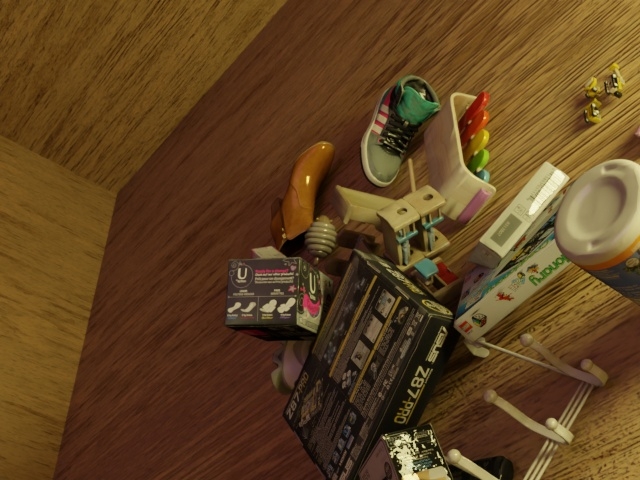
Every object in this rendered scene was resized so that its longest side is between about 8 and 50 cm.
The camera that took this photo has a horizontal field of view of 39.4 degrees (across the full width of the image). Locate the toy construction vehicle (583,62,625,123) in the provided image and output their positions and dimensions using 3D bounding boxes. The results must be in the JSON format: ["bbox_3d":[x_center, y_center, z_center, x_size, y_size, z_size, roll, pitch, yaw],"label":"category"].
[{"bbox_3d":[0.521,-0.269,1.641,0.086,0.035,0.098,-50,25,44],"label":"toy construction vehicle"}]

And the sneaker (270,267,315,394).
[{"bbox_3d":[-0.008,0.195,2.046,0.146,0.122,0.331,-17,47,30],"label":"sneaker"}]

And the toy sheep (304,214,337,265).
[{"bbox_3d":[0.000,0.000,2.227,0.091,0.091,0.132,-14,67,55],"label":"toy sheep"}]

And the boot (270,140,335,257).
[{"bbox_3d":[-0.036,-0.100,2.378,0.295,0.104,0.211,-52,33,28],"label":"boot"}]

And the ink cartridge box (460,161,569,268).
[{"bbox_3d":[0.343,-0.027,1.599,0.189,0.066,0.232,-49,-13,-10],"label":"ink cartridge box"}]

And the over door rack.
[{"bbox_3d":[0.270,0.266,1.435,0.239,0.108,0.324,-53,25,-16],"label":"over door rack"}]

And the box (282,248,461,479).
[{"bbox_3d":[0.084,0.255,1.713,0.318,0.097,0.395,40,110,57],"label":"box"}]

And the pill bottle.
[{"bbox_3d":[0.460,0.016,1.210,0.152,0.272,0.152,-42,33,35],"label":"pill bottle"}]

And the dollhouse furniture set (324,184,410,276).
[{"bbox_3d":[0.077,0.025,1.925,0.212,0.161,0.242,-121,47,-59],"label":"dollhouse furniture set"}]

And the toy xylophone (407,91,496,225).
[{"bbox_3d":[0.276,-0.168,1.902,0.236,0.081,0.323,130,152,-48],"label":"toy xylophone"}]

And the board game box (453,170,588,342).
[{"bbox_3d":[0.360,0.027,1.535,0.305,0.053,0.193,-45,7,29],"label":"board game box"}]

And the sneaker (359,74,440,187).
[{"bbox_3d":[0.198,-0.276,2.111,0.178,0.123,0.296,-37,34,56],"label":"sneaker"}]

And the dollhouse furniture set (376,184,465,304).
[{"bbox_3d":[0.219,0.009,1.750,0.129,0.129,0.184,-28,46,-15],"label":"dollhouse furniture set"}]

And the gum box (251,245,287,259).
[{"bbox_3d":[-0.119,0.093,2.313,0.188,0.062,0.107,-147,51,-63],"label":"gum box"}]

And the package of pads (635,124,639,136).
[{"bbox_3d":[0.562,-0.198,1.478,0.083,0.050,0.032,-62,27,0],"label":"package of pads"}]

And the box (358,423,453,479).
[{"bbox_3d":[0.160,0.449,1.357,0.169,0.087,0.290,107,148,-52],"label":"box"}]

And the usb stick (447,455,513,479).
[{"bbox_3d":[0.212,0.418,1.512,0.278,0.045,0.077,-29,33,47],"label":"usb stick"}]

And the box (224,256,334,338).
[{"bbox_3d":[-0.078,0.126,1.862,0.163,0.247,0.142,-3,77,17],"label":"box"}]
